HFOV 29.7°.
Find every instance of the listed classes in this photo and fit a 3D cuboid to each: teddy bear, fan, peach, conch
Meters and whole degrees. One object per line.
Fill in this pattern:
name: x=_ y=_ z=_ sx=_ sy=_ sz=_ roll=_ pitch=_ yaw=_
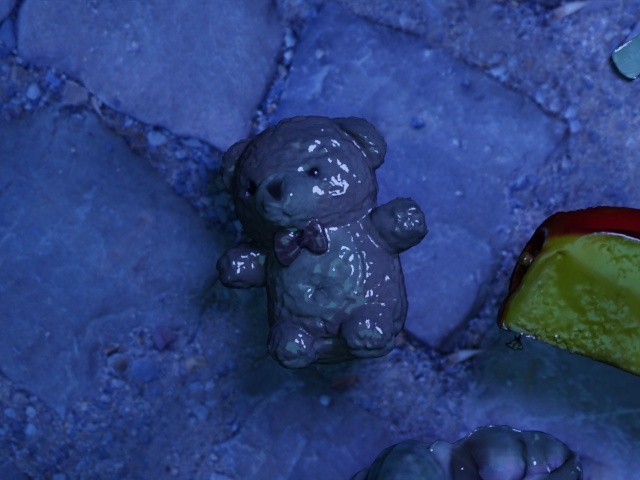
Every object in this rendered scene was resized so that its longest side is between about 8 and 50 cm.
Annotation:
teddy bear: x=0.001 y=0.001 z=1.269 sx=0.236 sy=0.151 sz=0.267 roll=-11 pitch=101 yaw=19
fan: x=0.382 y=-0.234 z=1.227 sx=0.193 sy=0.016 sz=0.038 roll=-38 pitch=93 yaw=15
peach: x=0.328 y=0.052 z=1.204 sx=0.267 sy=0.159 sz=0.153 roll=20 pitch=112 yaw=10
conch: x=0.134 y=0.293 z=1.281 sx=0.277 sy=0.195 sz=0.220 roll=-4 pitch=58 yaw=34
